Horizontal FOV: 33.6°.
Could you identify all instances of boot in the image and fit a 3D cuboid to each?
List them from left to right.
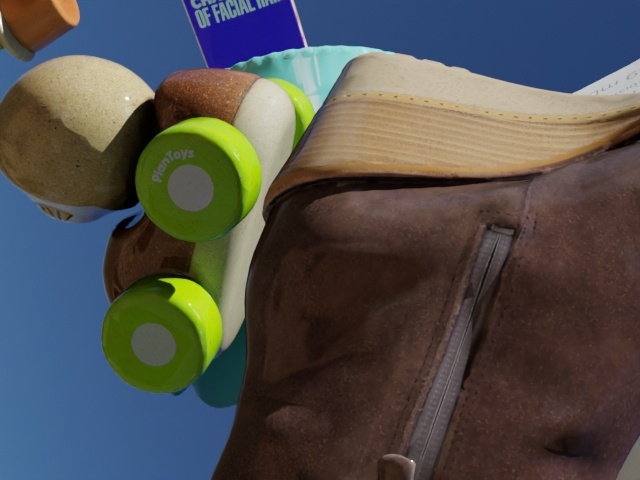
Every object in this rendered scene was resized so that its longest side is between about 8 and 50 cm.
[{"bbox_3d":[0.093,0.043,0.355,0.090,0.248,0.207,84,18,-61],"label":"boot"}]

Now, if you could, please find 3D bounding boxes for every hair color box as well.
[{"bbox_3d":[-0.073,-0.214,1.103,0.185,0.110,0.339,-108,178,-54],"label":"hair color box"}]

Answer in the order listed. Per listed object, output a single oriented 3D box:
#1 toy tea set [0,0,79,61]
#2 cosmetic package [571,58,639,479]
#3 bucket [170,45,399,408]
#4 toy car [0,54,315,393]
[{"bbox_3d":[-0.384,-0.347,1.115,0.124,0.200,0.336,-20,-90,16],"label":"toy tea set"},{"bbox_3d":[0.300,0.064,1.039,0.329,0.394,0.327,-26,-69,27],"label":"cosmetic package"},{"bbox_3d":[0.000,0.000,0.786,0.281,0.281,0.183,130,-43,-54],"label":"bucket"},{"bbox_3d":[-0.115,-0.031,0.532,0.155,0.188,0.149,-55,162,-71],"label":"toy car"}]
